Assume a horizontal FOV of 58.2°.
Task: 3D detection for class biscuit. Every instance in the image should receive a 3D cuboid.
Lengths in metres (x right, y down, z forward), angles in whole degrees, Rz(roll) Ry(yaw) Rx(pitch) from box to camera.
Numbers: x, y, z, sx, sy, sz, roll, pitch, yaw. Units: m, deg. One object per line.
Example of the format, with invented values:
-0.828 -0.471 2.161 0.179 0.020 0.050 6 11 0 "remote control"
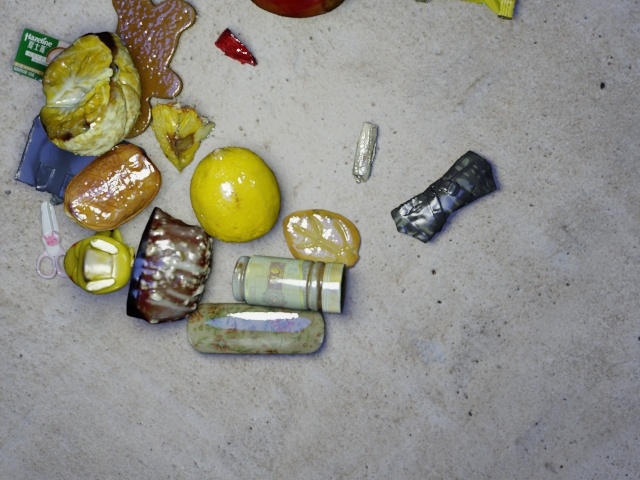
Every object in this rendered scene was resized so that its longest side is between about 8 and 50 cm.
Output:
0.000 0.001 1.773 0.260 0.041 0.203 31 96 -5 "biscuit"
-0.538 -0.517 1.711 0.283 0.064 0.431 15 100 -1 "biscuit"

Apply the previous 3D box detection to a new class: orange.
-0.618 -0.382 1.579 0.271 0.210 0.368 -12 66 14 "orange"

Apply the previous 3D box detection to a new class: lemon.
-0.243 -0.133 1.646 0.258 0.258 0.310 -15 126 2 "lemon"

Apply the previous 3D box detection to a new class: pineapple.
-0.409 -0.349 1.700 0.140 0.249 0.164 38 64 15 "pineapple"

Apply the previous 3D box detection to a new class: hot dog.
-0.587 -0.144 1.625 0.272 0.122 0.196 -43 103 -8 "hot dog"

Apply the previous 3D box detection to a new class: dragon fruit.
-0.250 -0.558 1.706 0.063 0.097 0.131 -43 114 8 "dragon fruit"

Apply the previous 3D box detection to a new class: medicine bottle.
-0.089 0.128 1.715 0.323 0.151 0.151 5 96 9 "medicine bottle"

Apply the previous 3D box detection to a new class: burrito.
0.135 -0.264 1.743 0.058 0.045 0.188 15 99 24 "burrito"

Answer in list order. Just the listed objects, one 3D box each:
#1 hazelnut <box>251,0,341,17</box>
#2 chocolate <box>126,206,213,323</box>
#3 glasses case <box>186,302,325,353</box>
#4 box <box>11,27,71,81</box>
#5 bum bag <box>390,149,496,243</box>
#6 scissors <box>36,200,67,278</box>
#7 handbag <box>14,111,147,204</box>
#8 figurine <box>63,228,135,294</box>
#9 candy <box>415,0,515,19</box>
-0.051 -0.806 1.548 0.421 0.353 0.420 -5 81 33 "hazelnut"
-0.430 0.089 1.704 0.210 0.225 0.340 14 96 -9 "chocolate"
-0.198 0.271 1.776 0.426 0.098 0.156 0 96 1 "glasses case"
-0.789 -0.526 1.707 0.199 0.081 0.135 19 96 -3 "box"
0.374 -0.125 1.732 0.340 0.095 0.144 -38 80 3 "bum bag"
-0.831 -0.003 1.786 0.118 0.030 0.242 -4 98 0 "scissors"
-0.711 -0.206 1.720 0.326 0.118 0.269 22 93 -5 "handbag"
-0.635 0.056 1.656 0.169 0.327 0.218 11 85 -36 "figurine"
0.428 -0.757 1.667 0.297 0.081 0.187 11 95 -1 "candy"
